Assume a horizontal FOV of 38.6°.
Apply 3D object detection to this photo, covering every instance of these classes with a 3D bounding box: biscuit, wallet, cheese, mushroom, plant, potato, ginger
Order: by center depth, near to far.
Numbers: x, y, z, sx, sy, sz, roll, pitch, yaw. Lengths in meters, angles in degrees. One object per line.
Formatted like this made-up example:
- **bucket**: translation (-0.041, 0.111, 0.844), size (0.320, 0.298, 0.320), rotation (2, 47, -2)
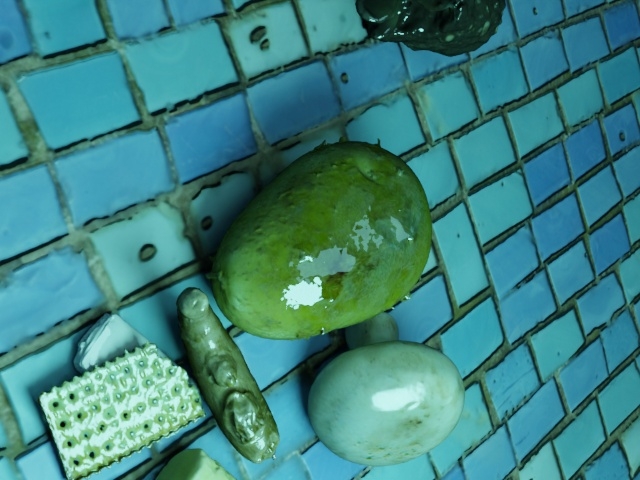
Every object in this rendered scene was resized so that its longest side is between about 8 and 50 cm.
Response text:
- **biscuit**: translation (-0.253, 0.213, 1.181), size (0.203, 0.016, 0.144), rotation (-26, 110, -29)
- **wallet**: translation (-0.245, 0.181, 1.221), size (0.190, 0.033, 0.095), rotation (46, 57, -30)
- **cheese**: translation (-0.151, 0.374, 1.247), size (0.167, 0.094, 0.123), rotation (46, 68, -24)
- **ginger**: translation (-0.133, 0.191, 1.251), size (0.080, 0.166, 0.333), rotation (-34, 115, -14)
- **potato**: translation (0.005, 0.019, 1.345), size (0.359, 0.219, 0.270), rotation (-40, 103, -29)
- **mushroom**: translation (0.096, 0.224, 1.429), size (0.243, 0.243, 0.243), rotation (5, 82, -41)
- **plant**: translation (0.179, -0.432, 1.560), size (0.276, 0.188, 0.199), rotation (13, 76, -41)

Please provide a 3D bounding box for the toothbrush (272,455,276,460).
- **toothbrush**: translation (-0.085, 0.287, 1.369), size (0.008, 0.006, 0.097), rotation (-30, 106, -38)
